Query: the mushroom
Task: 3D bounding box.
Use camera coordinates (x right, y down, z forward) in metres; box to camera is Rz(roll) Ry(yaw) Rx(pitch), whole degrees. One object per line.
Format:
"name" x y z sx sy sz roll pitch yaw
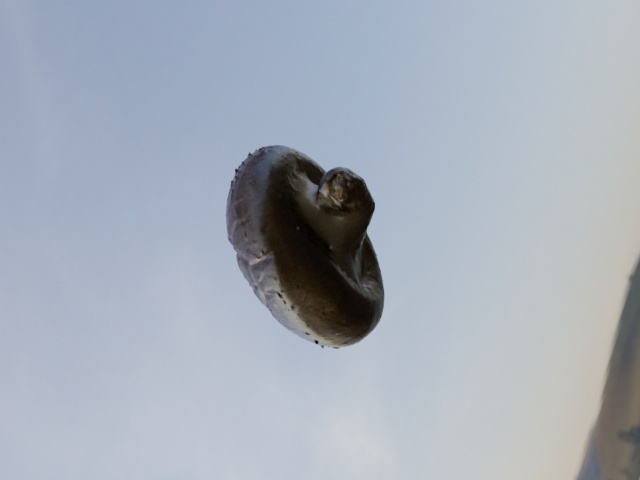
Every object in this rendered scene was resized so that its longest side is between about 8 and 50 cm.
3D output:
"mushroom" -0.008 0.003 0.607 0.085 0.126 0.109 -21 -18 -7
